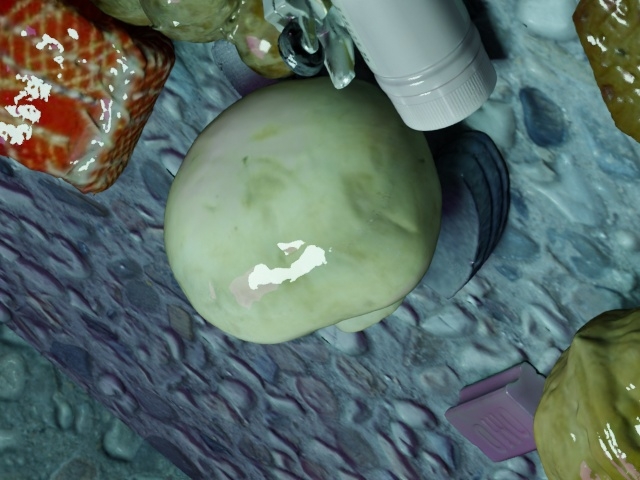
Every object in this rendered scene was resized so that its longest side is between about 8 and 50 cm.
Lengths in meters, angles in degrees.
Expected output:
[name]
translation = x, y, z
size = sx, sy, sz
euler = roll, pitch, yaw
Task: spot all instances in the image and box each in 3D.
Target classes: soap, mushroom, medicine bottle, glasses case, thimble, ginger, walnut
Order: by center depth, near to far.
[medicine bottle]
translation = 0.094, -0.255, 2.005
size = 0.133, 0.133, 0.250
euler = 6, 138, 46
[walnut]
translation = 0.420, 0.233, 2.180
size = 0.344, 0.306, 0.306
euler = 44, 152, -14
[mushroom]
translation = -0.007, -0.014, 2.185
size = 0.353, 0.353, 0.325
euler = 48, 171, -18
[ginger]
translation = -0.182, -0.328, 2.195
size = 0.375, 0.176, 0.256
euler = 22, 164, 30
[glasses case]
translation = -0.030, -0.173, 2.351
size = 0.282, 0.067, 0.109
euler = 43, 155, -11
[thimble]
translation = -0.370, -0.237, 2.370
size = 0.350, 0.231, 0.350
euler = 28, -169, -6
[soap]
translation = 0.280, 0.255, 2.621
size = 0.122, 0.065, 0.203
euler = 42, 152, -6

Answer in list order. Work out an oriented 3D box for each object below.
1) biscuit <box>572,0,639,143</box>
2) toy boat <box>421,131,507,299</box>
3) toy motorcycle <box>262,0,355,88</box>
[biscuit]
translation = 0.418, -0.180, 1.793
size = 0.359, 0.046, 0.359
euler = 28, 145, 22
[toy boat]
translation = 0.172, -0.036, 2.301
size = 0.127, 0.078, 0.283
euler = 35, 149, 15
[toy motorcycle]
translation = -0.005, -0.280, 2.062
size = 0.151, 0.229, 0.074
euler = 12, 145, -40
